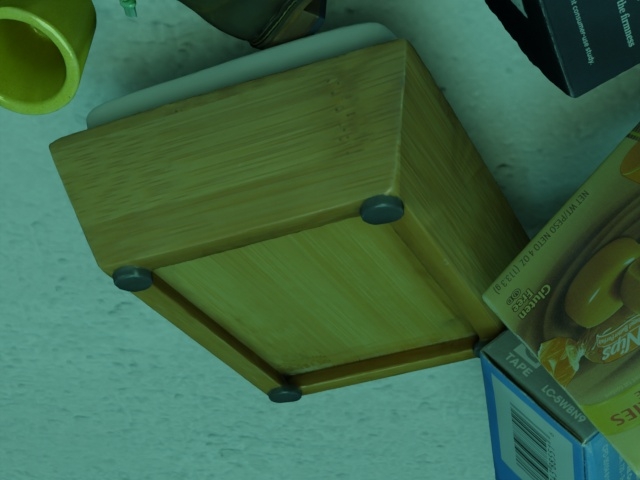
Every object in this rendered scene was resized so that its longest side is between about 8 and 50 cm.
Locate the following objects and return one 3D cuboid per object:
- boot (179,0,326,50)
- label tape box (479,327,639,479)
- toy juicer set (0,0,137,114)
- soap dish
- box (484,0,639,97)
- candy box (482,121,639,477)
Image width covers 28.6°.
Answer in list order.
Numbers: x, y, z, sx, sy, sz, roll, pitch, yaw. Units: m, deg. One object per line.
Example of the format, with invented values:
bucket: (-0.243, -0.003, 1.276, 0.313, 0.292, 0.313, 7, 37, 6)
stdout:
boot: (-0.023, -0.188, 0.669, 0.106, 0.082, 0.219, 16, 139, -19)
label tape box: (0.279, 0.086, 0.916, 0.334, 0.106, 0.240, -34, 140, -18)
toy juicer set: (-0.202, -0.218, 0.604, 0.209, 0.089, 0.329, -32, 116, 34)
soap dish: (0.000, 0.000, 0.811, 0.229, 0.118, 0.291, -14, 149, 19)
box: (0.167, -0.193, 0.589, 0.207, 0.108, 0.153, -28, 133, 1)
candy box: (0.252, -0.023, 0.674, 0.087, 0.183, 0.316, 36, 100, -33)
